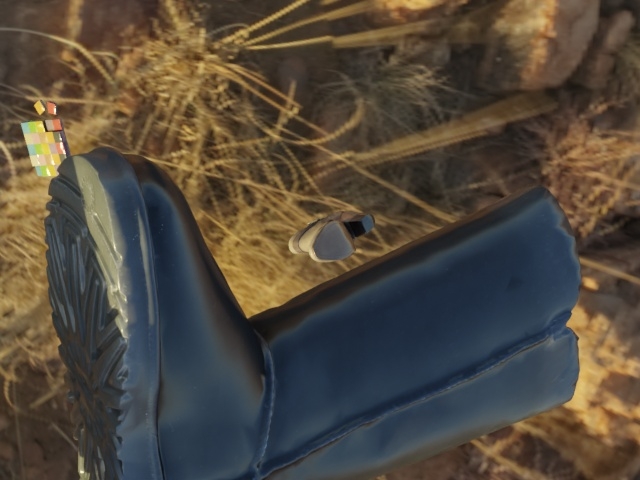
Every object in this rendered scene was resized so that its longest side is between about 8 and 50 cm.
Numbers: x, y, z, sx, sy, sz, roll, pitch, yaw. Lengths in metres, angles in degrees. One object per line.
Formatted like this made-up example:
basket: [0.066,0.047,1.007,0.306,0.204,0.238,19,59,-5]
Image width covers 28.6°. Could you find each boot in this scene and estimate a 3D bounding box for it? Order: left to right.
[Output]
boot: [0.000,0.000,1.314,0.118,0.087,0.042,-27,101,-47]
boot: [0.025,0.045,0.982,0.445,0.146,0.367,-16,130,-25]

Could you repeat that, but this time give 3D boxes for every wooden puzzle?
wooden puzzle: [-0.236,-0.081,1.086,0.006,0.049,0.083,-29,112,-47]
